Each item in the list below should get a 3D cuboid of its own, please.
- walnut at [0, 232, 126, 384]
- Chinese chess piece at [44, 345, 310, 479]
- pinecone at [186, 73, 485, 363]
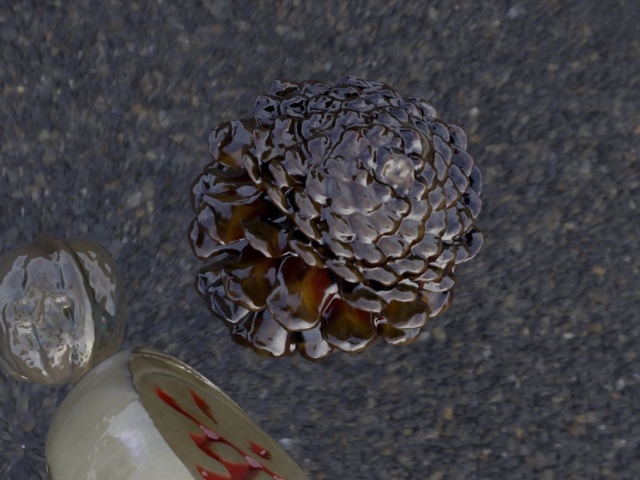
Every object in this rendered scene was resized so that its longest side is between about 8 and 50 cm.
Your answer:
[{"bbox_3d":[-0.377,0.097,1.695,0.224,0.224,0.224,2,80,-14],"label":"walnut"},{"bbox_3d":[-0.098,0.195,0.914,0.250,0.250,0.103,45,96,-3],"label":"Chinese chess piece"},{"bbox_3d":[-0.003,0.001,0.999,0.246,0.292,0.246,10,59,-18],"label":"pinecone"}]
